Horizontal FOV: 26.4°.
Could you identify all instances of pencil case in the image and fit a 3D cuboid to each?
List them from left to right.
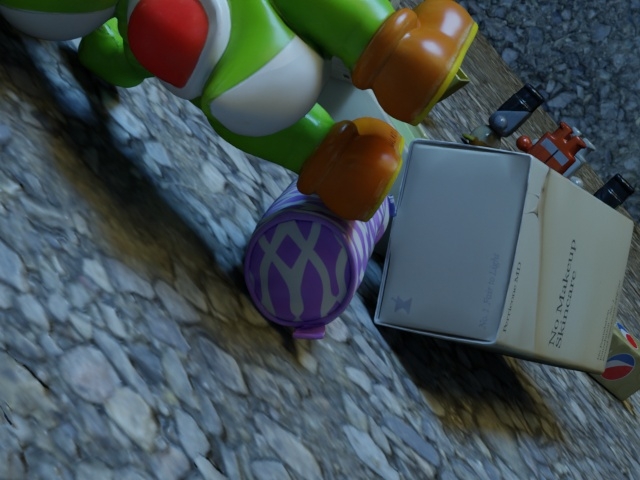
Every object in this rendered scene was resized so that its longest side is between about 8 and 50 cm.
[{"bbox_3d":[0.000,0.000,0.994,0.206,0.086,0.088,-50,142,-73],"label":"pencil case"}]

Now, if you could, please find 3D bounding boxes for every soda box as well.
[{"bbox_3d":[0.329,0.119,1.631,0.181,0.061,0.058,38,21,-37],"label":"soda box"}]

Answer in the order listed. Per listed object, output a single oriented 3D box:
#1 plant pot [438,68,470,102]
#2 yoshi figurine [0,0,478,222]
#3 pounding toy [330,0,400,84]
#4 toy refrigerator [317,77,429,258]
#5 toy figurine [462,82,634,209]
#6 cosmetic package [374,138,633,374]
[{"bbox_3d":[0.141,-0.221,1.847,0.081,0.083,0.081,53,16,6],"label":"plant pot"},{"bbox_3d":[-0.089,-0.171,0.901,0.362,0.204,0.203,28,-15,-5],"label":"yoshi figurine"},{"bbox_3d":[-0.047,-0.220,1.273,0.206,0.181,0.094,20,-17,20],"label":"pounding toy"},{"bbox_3d":[0.040,-0.108,1.311,0.102,0.094,0.269,30,25,-50],"label":"toy refrigerator"},{"bbox_3d":[0.328,-0.102,1.999,0.213,0.148,0.209,35,16,-37],"label":"toy figurine"},{"bbox_3d":[0.173,0.024,1.209,0.113,0.160,0.309,10,-3,28],"label":"cosmetic package"}]
